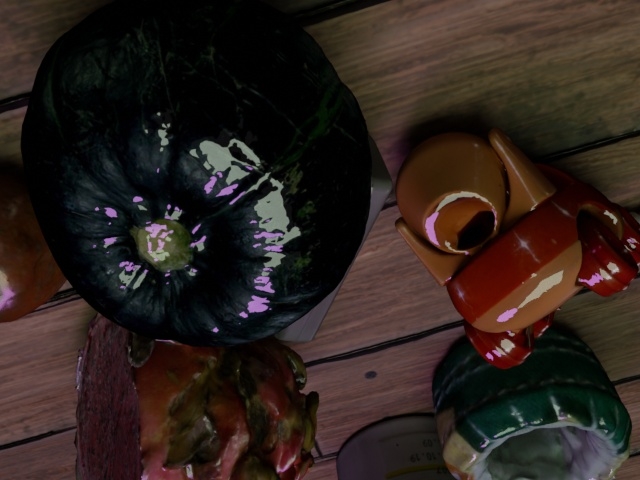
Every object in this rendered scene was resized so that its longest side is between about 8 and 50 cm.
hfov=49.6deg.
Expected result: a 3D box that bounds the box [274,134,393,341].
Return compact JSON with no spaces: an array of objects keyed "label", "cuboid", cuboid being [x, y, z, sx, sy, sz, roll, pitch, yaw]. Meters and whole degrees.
[{"label":"box","cuboid":[0.000,0.000,0.761,0.055,0.103,0.244,8,130,-23]}]

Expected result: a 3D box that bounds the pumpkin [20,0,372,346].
[{"label":"pumpkin","cuboid":[-0.100,-0.065,0.603,0.315,0.238,0.315,12,131,15]}]

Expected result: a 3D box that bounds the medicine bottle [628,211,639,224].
[{"label":"medicine bottle","cuboid":[0.376,-0.007,0.851,0.089,0.052,0.052,-16,132,5]}]

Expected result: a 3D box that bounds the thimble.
[{"label":"thimble","cuboid":[0.304,0.255,0.999,0.288,0.167,0.254,24,125,-26]}]

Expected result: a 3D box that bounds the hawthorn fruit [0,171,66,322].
[{"label":"hawthorn fruit","cuboid":[-0.331,0.015,0.681,0.149,0.189,0.149,11,123,18]}]

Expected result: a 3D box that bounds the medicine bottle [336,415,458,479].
[{"label":"medicine bottle","cuboid":[0.154,0.435,1.091,0.238,0.232,0.238,-4,133,-5]}]

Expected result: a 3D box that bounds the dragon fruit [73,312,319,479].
[{"label":"dragon fruit","cuboid":[-0.133,0.204,0.825,0.263,0.296,0.314,0,171,-32]}]

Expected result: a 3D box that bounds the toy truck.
[{"label":"toy truck","cuboid":[0.205,-0.014,0.754,0.189,0.239,0.265,-44,165,27]}]
